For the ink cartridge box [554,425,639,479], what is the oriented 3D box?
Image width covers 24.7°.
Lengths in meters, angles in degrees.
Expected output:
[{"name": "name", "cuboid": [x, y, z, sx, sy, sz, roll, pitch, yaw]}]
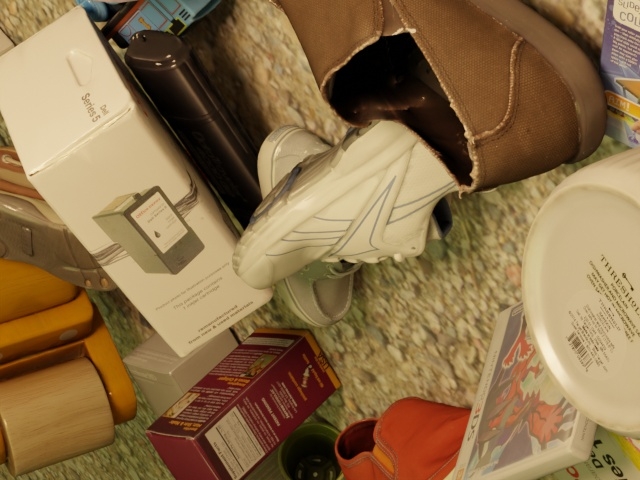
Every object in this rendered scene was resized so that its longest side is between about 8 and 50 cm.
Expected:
[{"name": "ink cartridge box", "cuboid": [0.322, 0.175, 1.130, 0.201, 0.117, 0.278, 53, 150, -7]}]

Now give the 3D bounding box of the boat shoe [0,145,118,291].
[{"name": "boat shoe", "cuboid": [-0.343, -0.049, 1.653, 0.324, 0.116, 0.123, 23, 140, 3]}]

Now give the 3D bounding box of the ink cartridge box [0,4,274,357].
[{"name": "ink cartridge box", "cuboid": [-0.177, -0.054, 1.363, 0.273, 0.115, 0.198, 56, 180, -42]}]

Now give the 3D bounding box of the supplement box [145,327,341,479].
[{"name": "supplement box", "cuboid": [-0.084, 0.183, 1.600, 0.104, 0.188, 0.080, -3, 123, 54]}]

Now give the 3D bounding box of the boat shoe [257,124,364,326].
[{"name": "boat shoe", "cuboid": [0.001, -0.001, 1.388, 0.081, 0.079, 0.227, 25, 140, 42]}]

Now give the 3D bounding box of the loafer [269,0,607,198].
[{"name": "loafer", "cuboid": [0.040, -0.162, 1.079, 0.366, 0.130, 0.133, 39, 150, 32]}]

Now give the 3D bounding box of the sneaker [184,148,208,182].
[{"name": "sneaker", "cuboid": [-0.164, -0.043, 1.576, 0.067, 0.064, 0.175, 48, 149, 22]}]

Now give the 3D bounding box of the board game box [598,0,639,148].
[{"name": "board game box", "cuboid": [0.278, -0.090, 0.965, 0.201, 0.035, 0.136, 31, 146, 28]}]

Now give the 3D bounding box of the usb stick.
[{"name": "usb stick", "cuboid": [-0.096, -0.092, 1.381, 0.077, 0.045, 0.278, 12, 149, 35]}]

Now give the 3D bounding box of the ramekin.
[{"name": "ramekin", "cuboid": [0.225, 0.034, 0.955, 0.207, 0.109, 0.207, 27, 122, 52]}]

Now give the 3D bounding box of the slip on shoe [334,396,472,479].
[{"name": "slip on shoe", "cuboid": [0.102, 0.208, 1.467, 0.101, 0.123, 0.331, 54, 155, -2]}]

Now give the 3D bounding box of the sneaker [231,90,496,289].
[{"name": "sneaker", "cuboid": [0.032, -0.024, 1.240, 0.129, 0.111, 0.297, 43, 134, -11]}]

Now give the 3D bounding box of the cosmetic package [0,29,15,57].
[{"name": "cosmetic package", "cuboid": [-0.544, -0.298, 1.686, 0.365, 0.155, 0.197, 52, 147, -4]}]

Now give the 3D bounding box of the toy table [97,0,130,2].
[{"name": "toy table", "cuboid": [-0.221, -0.325, 1.168, 0.274, 0.252, 0.161, 30, 163, 10]}]

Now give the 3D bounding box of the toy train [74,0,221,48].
[{"name": "toy train", "cuboid": [-0.157, -0.227, 1.340, 0.105, 0.080, 0.184, 47, 151, -9]}]

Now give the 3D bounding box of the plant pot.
[{"name": "plant pot", "cuboid": [-0.007, 0.265, 1.717, 0.083, 0.083, 0.079, 39, 161, 16]}]

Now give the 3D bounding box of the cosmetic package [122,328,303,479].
[{"name": "cosmetic package", "cuboid": [-0.124, 0.215, 1.778, 0.127, 0.107, 0.238, 3, 130, 56]}]

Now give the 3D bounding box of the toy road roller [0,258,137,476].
[{"name": "toy road roller", "cuboid": [-0.364, 0.094, 1.770, 0.329, 0.203, 0.240, 62, 155, 26]}]

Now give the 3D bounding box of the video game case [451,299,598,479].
[{"name": "video game case", "cuboid": [0.178, 0.113, 1.192, 0.023, 0.183, 0.201, 26, 153, -13]}]
